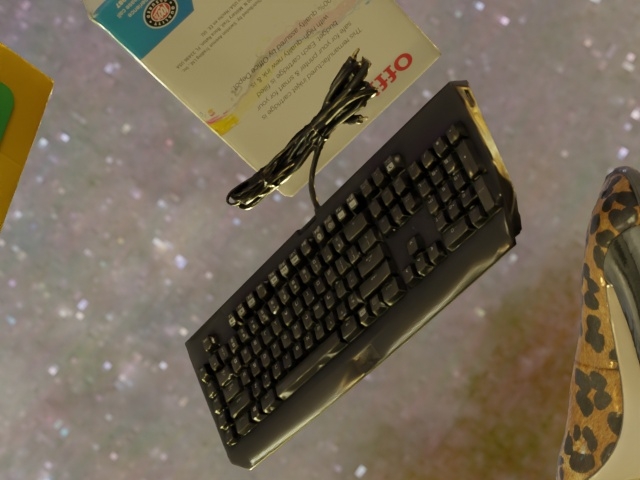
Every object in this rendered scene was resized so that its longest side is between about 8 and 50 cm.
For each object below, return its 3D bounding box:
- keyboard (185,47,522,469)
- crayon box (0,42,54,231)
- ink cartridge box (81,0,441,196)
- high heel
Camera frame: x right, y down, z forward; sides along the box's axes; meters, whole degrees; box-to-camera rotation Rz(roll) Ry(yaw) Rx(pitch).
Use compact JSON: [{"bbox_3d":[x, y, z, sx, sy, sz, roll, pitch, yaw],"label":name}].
[{"bbox_3d":[0.000,0.000,1.051,0.033,0.201,0.317,8,-40,-40],"label":"keyboard"},{"bbox_3d":[-0.437,-0.092,1.389,0.363,0.106,0.313,37,-118,-48],"label":"crayon box"},{"bbox_3d":[-0.059,-0.189,1.212,0.171,0.168,0.233,-42,-54,6],"label":"ink cartridge box"},{"bbox_3d":[0.206,0.082,1.059,0.261,0.093,0.186,96,172,-54],"label":"high heel"}]
